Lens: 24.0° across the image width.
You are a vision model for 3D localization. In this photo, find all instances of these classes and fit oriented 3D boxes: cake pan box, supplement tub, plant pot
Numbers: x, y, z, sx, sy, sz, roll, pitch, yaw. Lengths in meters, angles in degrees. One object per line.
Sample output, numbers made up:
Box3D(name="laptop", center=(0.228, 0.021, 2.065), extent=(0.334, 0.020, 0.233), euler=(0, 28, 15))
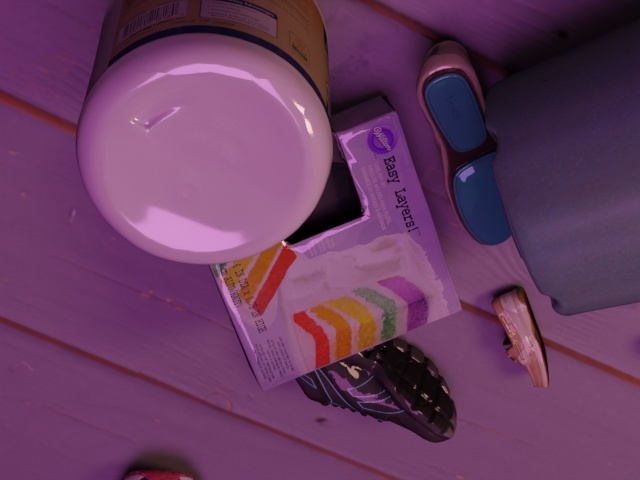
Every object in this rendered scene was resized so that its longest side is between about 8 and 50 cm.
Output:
Box3D(name="cake pan box", center=(0.000, 0.000, 1.617), extent=(0.245, 0.070, 0.267), euler=(-21, 115, -5))
Box3D(name="supplement tub", center=(-0.104, -0.150, 1.429), extent=(0.228, 0.316, 0.228), euler=(0, 124, 0))
Box3D(name="plant pot", center=(0.360, -0.088, 1.491), extent=(0.334, 0.341, 0.341), euler=(-17, 122, 19))

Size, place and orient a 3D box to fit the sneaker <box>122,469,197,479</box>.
Box3D(name="sneaker", center=(-0.214, 0.415, 1.925), extent=(0.120, 0.112, 0.299), euler=(7, 122, -6))

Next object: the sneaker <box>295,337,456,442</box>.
Box3D(name="sneaker", center=(0.047, 0.156, 1.780), extent=(0.267, 0.101, 0.106), euler=(39, 125, -14))

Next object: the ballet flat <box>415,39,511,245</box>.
Box3D(name="ballet flat", center=(0.159, -0.107, 1.606), extent=(0.086, 0.086, 0.248), euler=(-14, 128, 8))

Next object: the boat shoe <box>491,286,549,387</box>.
Box3D(name="boat shoe", center=(0.237, 0.117, 1.775), extent=(0.045, 0.050, 0.135), euler=(-15, 112, 13))

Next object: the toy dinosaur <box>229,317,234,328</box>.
Box3D(name="toy dinosaur", center=(-0.055, -0.022, 1.674), extent=(0.118, 0.064, 0.268), euler=(25, 115, -20))
